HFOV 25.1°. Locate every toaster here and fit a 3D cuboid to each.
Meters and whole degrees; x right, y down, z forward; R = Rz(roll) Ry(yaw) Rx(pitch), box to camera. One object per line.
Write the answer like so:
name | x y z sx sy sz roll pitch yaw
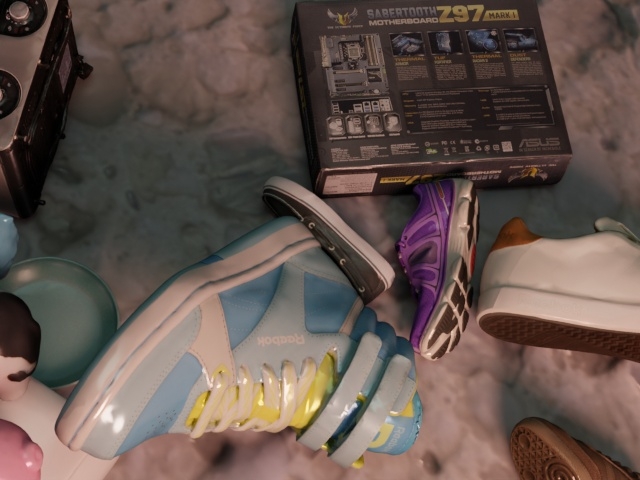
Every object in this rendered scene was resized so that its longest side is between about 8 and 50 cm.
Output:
toaster | -0.269 -0.123 1.196 0.110 0.186 0.168 13 70 1

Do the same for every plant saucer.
plant saucer | -0.225 0.071 1.180 0.119 0.021 0.119 4 62 -7

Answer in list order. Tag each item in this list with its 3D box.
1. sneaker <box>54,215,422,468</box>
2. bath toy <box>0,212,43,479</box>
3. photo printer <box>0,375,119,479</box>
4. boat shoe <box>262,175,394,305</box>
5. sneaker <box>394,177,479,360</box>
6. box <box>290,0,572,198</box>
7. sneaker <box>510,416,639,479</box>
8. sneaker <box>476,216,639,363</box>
sneaker | -0.036 0.113 1.081 0.208 0.127 0.319 42 39 9
bath toy | -0.253 0.132 0.963 0.151 0.129 0.348 -7 66 -15
photo printer | -0.336 0.203 1.046 0.256 0.107 0.307 32 63 8
boat shoe | 0.000 0.000 1.236 0.142 0.049 0.040 40 65 10
sneaker | 0.095 0.025 1.240 0.071 0.068 0.170 0 60 18
box | 0.097 -0.135 1.314 0.232 0.059 0.183 -4 64 -10
sneaker | 0.233 0.211 1.163 0.071 0.066 0.188 -31 76 -39
sneaker | 0.284 0.040 1.224 0.290 0.106 0.123 12 64 -1
